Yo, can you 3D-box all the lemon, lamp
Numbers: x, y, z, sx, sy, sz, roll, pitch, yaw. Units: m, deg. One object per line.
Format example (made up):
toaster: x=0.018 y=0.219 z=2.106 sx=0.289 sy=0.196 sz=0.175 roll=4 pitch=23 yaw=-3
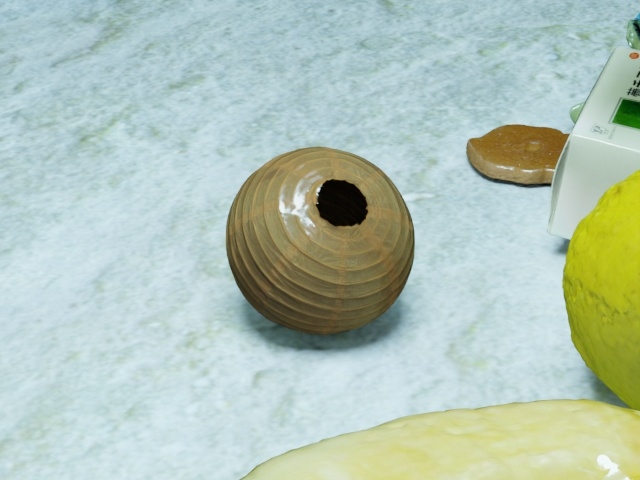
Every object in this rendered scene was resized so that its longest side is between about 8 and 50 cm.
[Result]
lemon: x=0.246 y=0.035 z=1.042 sx=0.193 sy=0.180 sz=0.180 roll=17 pitch=31 yaw=29
lamp: x=0.000 y=0.000 z=1.151 sx=0.136 sy=0.136 sz=0.136 roll=0 pitch=26 yaw=0

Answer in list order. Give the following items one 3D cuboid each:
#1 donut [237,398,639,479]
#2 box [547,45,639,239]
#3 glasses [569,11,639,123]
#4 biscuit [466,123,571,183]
donut: x=0.107 y=0.213 z=0.620 sx=0.449 sy=0.198 sz=0.449 roll=6 pitch=20 yaw=-2
box: x=0.288 y=-0.066 z=1.310 sx=0.168 sy=0.095 sz=0.212 roll=14 pitch=29 yaw=14
glasses: x=0.343 y=-0.137 z=1.517 sx=0.207 sy=0.102 sz=0.239 roll=-43 pitch=44 yaw=-16
biscuit: x=0.193 y=-0.074 z=1.429 sx=0.130 sy=0.019 sz=0.102 roll=3 pitch=27 yaw=5
